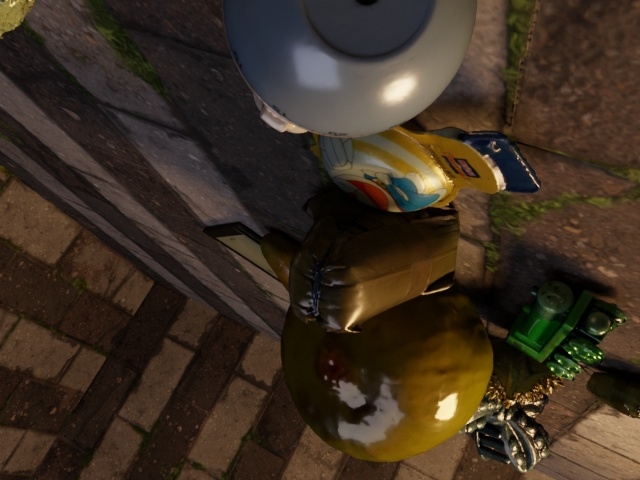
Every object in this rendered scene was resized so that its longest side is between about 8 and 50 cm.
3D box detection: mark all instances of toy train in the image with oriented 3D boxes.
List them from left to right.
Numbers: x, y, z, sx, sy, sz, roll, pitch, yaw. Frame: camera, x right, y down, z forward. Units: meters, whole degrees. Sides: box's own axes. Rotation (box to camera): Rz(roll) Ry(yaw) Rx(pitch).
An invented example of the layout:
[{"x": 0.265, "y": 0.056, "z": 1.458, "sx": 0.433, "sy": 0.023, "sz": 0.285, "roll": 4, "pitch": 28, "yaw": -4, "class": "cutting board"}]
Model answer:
[{"x": 0.334, "y": 0.125, "z": 0.807, "sx": 0.119, "sy": 0.085, "sz": 0.251, "roll": 33, "pitch": 167, "yaw": 22, "class": "toy train"}]

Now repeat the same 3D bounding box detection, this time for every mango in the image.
[{"x": -0.040, "y": 0.069, "z": 1.231, "sx": 0.227, "sy": 0.099, "sz": 0.136, "roll": 45, "pitch": 165, "yaw": -22, "class": "mango"}]

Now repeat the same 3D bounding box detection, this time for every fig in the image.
[{"x": 0.117, "y": 0.177, "z": 0.921, "sx": 0.343, "sy": 0.343, "sz": 0.343, "roll": 26, "pitch": 164, "yaw": 8, "class": "fig"}]

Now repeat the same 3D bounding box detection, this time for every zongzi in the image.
[{"x": 0.000, "y": 0.000, "z": 0.729, "sx": 0.289, "sy": 0.123, "sz": 0.260, "roll": 21, "pitch": -153, "yaw": 38, "class": "zongzi"}, {"x": 0.516, "y": 0.262, "z": 0.969, "sx": 0.130, "sy": 0.062, "sz": 0.154, "roll": 23, "pitch": 174, "yaw": -25, "class": "zongzi"}]

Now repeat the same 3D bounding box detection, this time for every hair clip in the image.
[{"x": 0.334, "y": 0.305, "z": 1.123, "sx": 0.310, "sy": 0.206, "sz": 0.194, "roll": 38, "pitch": 157, "yaw": -32, "class": "hair clip"}]

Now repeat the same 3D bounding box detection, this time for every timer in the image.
[{"x": 0.002, "y": -0.140, "z": 0.413, "sx": 0.175, "sy": 0.175, "sz": 0.255, "roll": 33, "pitch": 164, "yaw": -13, "class": "timer"}]

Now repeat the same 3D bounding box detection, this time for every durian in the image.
[{"x": 0.331, "y": 0.226, "z": 0.944, "sx": 0.146, "sy": 0.102, "sz": 0.208, "roll": -6, "pitch": -169, "yaw": 27, "class": "durian"}]

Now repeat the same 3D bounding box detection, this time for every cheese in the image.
[{"x": 0.090, "y": -0.082, "z": 0.595, "sx": 0.270, "sy": 0.069, "sz": 0.177, "roll": 8, "pitch": 155, "yaw": 49, "class": "cheese"}]

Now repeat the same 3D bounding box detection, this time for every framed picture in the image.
[{"x": -0.118, "y": 0.059, "z": 1.461, "sx": 0.347, "sy": 0.016, "sz": 0.265, "roll": 35, "pitch": 163, "yaw": -22, "class": "framed picture"}]

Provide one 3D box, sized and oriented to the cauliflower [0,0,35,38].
[{"x": -0.379, "y": -0.279, "z": 0.465, "sx": 0.275, "sy": 0.250, "sz": 0.272, "roll": 34, "pitch": 162, "yaw": -1, "class": "cauliflower"}]
